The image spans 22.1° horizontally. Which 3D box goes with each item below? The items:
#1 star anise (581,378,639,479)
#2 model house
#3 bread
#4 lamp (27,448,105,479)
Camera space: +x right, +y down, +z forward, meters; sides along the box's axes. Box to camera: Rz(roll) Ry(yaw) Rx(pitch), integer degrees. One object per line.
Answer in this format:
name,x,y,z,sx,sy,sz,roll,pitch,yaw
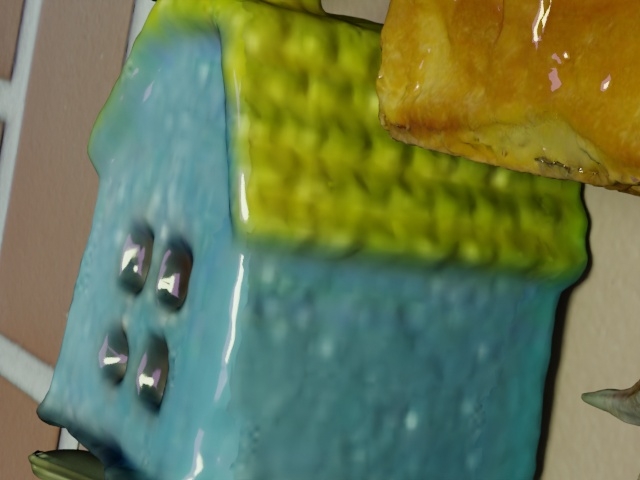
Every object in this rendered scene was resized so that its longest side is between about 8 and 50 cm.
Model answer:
star anise,0.201,0.070,0.726,0.204,0.061,0.180,-50,32,-3
model house,0.000,0.000,0.906,0.215,0.237,0.303,28,108,54
bread,0.164,-0.079,0.741,0.294,0.167,0.132,19,104,54
lamp,-0.038,0.237,0.952,0.203,0.124,0.283,14,125,49
